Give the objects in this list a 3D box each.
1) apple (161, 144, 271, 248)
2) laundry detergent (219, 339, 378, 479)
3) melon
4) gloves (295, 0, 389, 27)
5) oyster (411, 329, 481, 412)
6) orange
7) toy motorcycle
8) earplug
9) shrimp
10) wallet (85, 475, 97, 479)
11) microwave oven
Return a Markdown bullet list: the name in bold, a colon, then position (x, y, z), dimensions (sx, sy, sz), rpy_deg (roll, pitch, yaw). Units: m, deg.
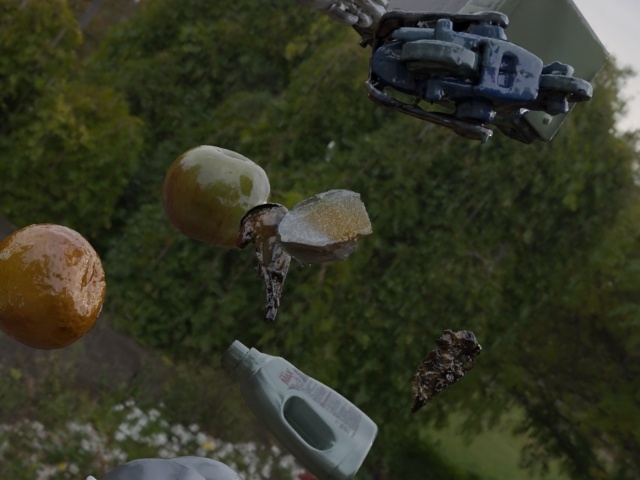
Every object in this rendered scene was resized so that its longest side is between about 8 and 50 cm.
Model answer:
- **apple**: position (-0.224, -0.097, 2.173), dimensions (0.261, 0.193, 0.261), rpy_deg (22, 10, -4)
- **laundry detergent**: position (-0.066, 0.384, 2.313), dimensions (0.398, 0.124, 0.264), rpy_deg (39, 24, 2)
- **melon**: position (-0.004, 0.000, 1.638), dimensions (0.203, 0.139, 0.093), rpy_deg (-22, 60, -41)
- **gloves**: position (0.022, -0.414, 1.618), dimensions (0.229, 0.119, 0.097), rpy_deg (19, 49, -35)
- **oyster**: position (0.176, 0.186, 1.407), dimensions (0.086, 0.132, 0.029), rpy_deg (14, 11, -27)
- **orange**: position (-0.383, 0.064, 1.396), dimensions (0.155, 0.177, 0.177), rpy_deg (11, -3, 14)
- **toy motorcycle**: position (0.224, -0.259, 1.493), dimensions (0.319, 0.182, 0.241), rpy_deg (10, 25, -26)
- **earplug**: position (-0.228, 0.417, 1.508), dimensions (0.325, 0.214, 0.175), rpy_deg (49, 22, -75)
- **shrimp**: position (-0.107, 0.047, 1.907), dimensions (0.117, 0.262, 0.066), rpy_deg (-8, -35, 23)
- **wallet**: position (-0.373, 0.441, 1.610), dimensions (0.061, 0.025, 0.122), rpy_deg (50, 29, -22)
- **microwave oven**: position (0.280, -0.390, 1.921), dimensions (0.333, 0.247, 0.394), rpy_deg (41, -6, -39)
